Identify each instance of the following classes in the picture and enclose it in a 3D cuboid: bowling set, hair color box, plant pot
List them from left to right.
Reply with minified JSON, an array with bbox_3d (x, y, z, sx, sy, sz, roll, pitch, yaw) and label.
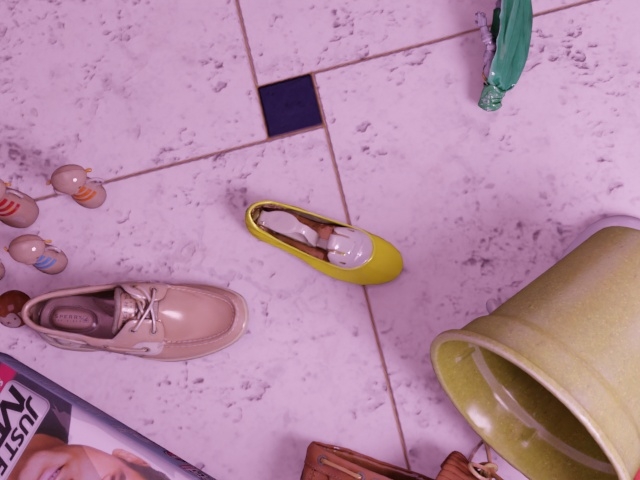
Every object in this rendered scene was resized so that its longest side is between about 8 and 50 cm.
[{"bbox_3d":[-0.427,0.010,1.412,0.287,0.154,0.199,-14,76,4],"label":"bowling set"},{"bbox_3d":[-0.334,0.310,1.353,0.375,0.113,0.185,28,81,11],"label":"hair color box"},{"bbox_3d":[0.313,0.128,1.192,0.276,0.276,0.254,43,70,14],"label":"plant pot"}]

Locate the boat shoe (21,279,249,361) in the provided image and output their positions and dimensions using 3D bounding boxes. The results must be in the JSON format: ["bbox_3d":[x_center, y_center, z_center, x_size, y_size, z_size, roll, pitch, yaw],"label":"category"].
[{"bbox_3d":[-0.250,0.104,1.398,0.302,0.098,0.109,0,77,7],"label":"boat shoe"}]

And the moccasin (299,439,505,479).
[{"bbox_3d":[0.162,0.321,1.291,0.380,0.139,0.146,6,87,17],"label":"moccasin"}]

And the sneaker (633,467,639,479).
[{"bbox_3d":[0.544,0.295,1.257,0.350,0.131,0.148,14,86,15],"label":"sneaker"}]

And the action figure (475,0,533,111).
[{"bbox_3d":[0.257,-0.293,1.435,0.064,0.137,0.232,10,86,32],"label":"action figure"}]

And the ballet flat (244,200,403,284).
[{"bbox_3d":[0.000,0.000,1.404,0.231,0.077,0.077,21,80,11],"label":"ballet flat"}]

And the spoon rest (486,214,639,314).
[{"bbox_3d":[0.342,0.057,1.362,0.276,0.084,0.137,-21,76,-12],"label":"spoon rest"}]
